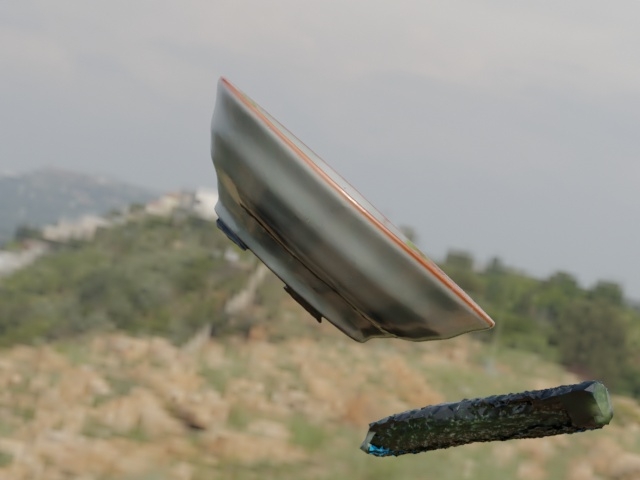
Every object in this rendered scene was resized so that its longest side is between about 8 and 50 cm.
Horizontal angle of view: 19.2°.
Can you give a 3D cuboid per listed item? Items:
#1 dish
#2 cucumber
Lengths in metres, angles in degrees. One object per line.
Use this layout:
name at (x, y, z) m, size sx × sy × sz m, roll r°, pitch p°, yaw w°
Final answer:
dish at (0.000, 0.000, 1.332) m, size 0.260 × 0.085 × 0.260 m, roll 42°, pitch 3°, yaw -3°
cucumber at (0.139, 0.157, 1.642) m, size 0.257 × 0.043 × 0.044 m, roll -14°, pitch 6°, yaw 37°
